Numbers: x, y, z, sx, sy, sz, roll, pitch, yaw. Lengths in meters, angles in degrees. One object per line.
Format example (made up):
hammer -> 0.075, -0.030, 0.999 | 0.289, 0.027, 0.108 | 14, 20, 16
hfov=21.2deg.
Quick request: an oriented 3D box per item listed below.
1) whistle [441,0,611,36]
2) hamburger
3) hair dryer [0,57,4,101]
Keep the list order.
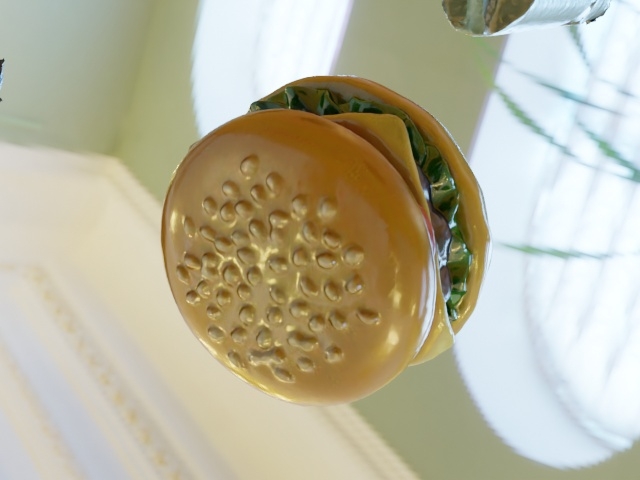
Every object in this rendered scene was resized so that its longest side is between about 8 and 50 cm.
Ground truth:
whistle -> 0.143, -0.170, 1.140 | 0.062, 0.062, 0.312 | 21, -166, 15
hamburger -> 0.000, 0.000, 0.827 | 0.162, 0.162, 0.115 | 23, -153, 23
hair dryer -> -0.362, -0.010, 1.275 | 0.304, 0.359, 0.120 | 39, 163, -29
